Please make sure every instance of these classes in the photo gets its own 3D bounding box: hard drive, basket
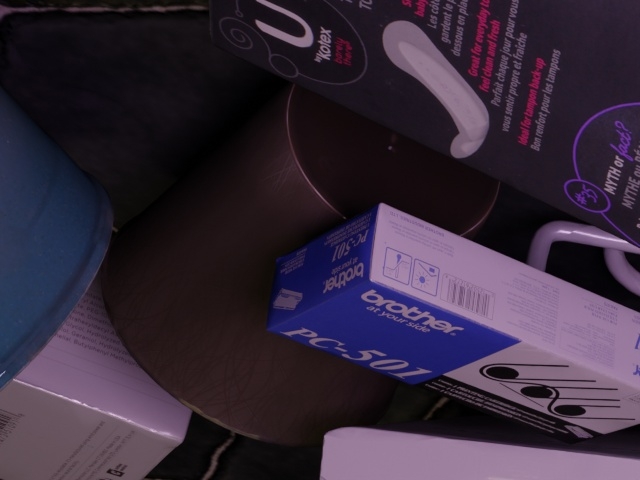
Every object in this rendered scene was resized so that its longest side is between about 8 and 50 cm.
[{"bbox_3d":[0.160,0.147,1.221,0.233,0.047,0.353,5,178,17],"label":"hard drive"},{"bbox_3d":[0.000,0.000,1.112,0.204,0.154,0.227,30,144,-7],"label":"basket"}]

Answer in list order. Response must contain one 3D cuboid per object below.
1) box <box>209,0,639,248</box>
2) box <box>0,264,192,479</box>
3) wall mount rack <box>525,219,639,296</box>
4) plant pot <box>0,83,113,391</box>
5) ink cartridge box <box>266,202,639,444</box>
[{"bbox_3d":[0.101,-0.123,0.805,0.270,0.143,0.165,26,152,13],"label":"box"},{"bbox_3d":[-0.192,0.092,1.370,0.182,0.119,0.181,22,149,-14],"label":"box"},{"bbox_3d":[0.266,0.005,1.020,0.304,0.130,0.350,11,150,5],"label":"wall mount rack"},{"bbox_3d":[-0.301,-0.039,1.087,0.271,0.272,0.255,-12,125,38],"label":"plant pot"},{"bbox_3d":[0.085,0.048,0.998,0.207,0.046,0.097,22,152,-26],"label":"ink cartridge box"}]
